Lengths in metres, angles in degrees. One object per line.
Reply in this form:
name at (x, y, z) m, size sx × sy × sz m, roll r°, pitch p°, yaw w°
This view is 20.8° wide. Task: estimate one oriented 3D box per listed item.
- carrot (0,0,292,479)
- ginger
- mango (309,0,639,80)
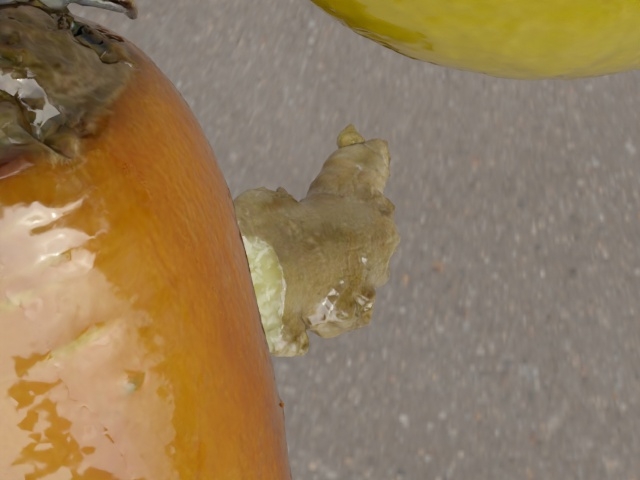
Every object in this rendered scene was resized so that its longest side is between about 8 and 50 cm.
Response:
carrot at (-0.127, 0.013, 0.685) m, size 0.193 × 0.214 × 0.331 m, roll -18°, pitch 123°, yaw -3°
ginger at (0.001, 0.005, 1.331) m, size 0.074 × 0.213 × 0.137 m, roll -19°, pitch 101°, yaw 43°
mango at (0.039, -0.161, 0.313) m, size 0.195 × 0.142 × 0.331 m, roll -28°, pitch 138°, yaw -6°
